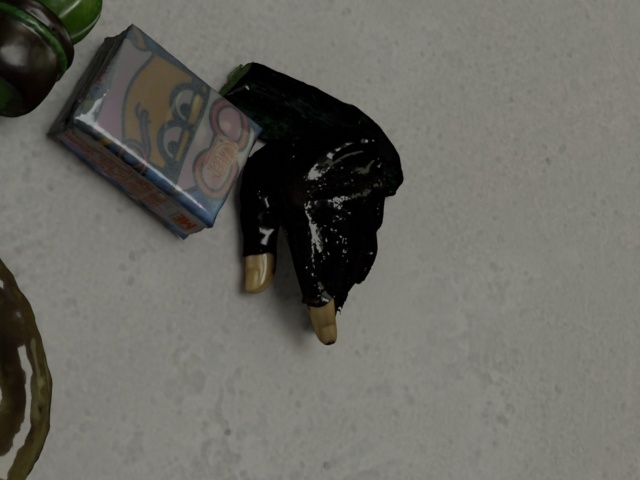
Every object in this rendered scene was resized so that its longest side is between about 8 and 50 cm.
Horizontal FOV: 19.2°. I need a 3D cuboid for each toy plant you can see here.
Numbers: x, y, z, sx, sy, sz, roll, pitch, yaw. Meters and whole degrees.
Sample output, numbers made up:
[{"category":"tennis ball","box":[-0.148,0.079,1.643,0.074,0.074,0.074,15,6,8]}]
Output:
[{"category":"toy plant","box":[-0.235,-0.182,1.552,0.093,0.093,0.162,42,56,-20]}]

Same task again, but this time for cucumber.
[{"category":"cucumber","box":[-0.005,-0.111,1.738,0.220,0.046,0.070,24,56,-31]}]

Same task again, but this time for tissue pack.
[{"category":"tissue pack","box":[-0.140,-0.092,1.614,0.155,0.065,0.115,40,58,-22]}]

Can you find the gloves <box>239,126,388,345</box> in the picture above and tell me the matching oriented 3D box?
[{"category":"gloves","box":[0.003,-0.001,1.668,0.129,0.106,0.181,-2,74,-40]}]

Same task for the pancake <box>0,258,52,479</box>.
[{"category":"pancake","box":[-0.330,0.092,1.425,0.294,0.049,0.294,11,70,-33]}]
